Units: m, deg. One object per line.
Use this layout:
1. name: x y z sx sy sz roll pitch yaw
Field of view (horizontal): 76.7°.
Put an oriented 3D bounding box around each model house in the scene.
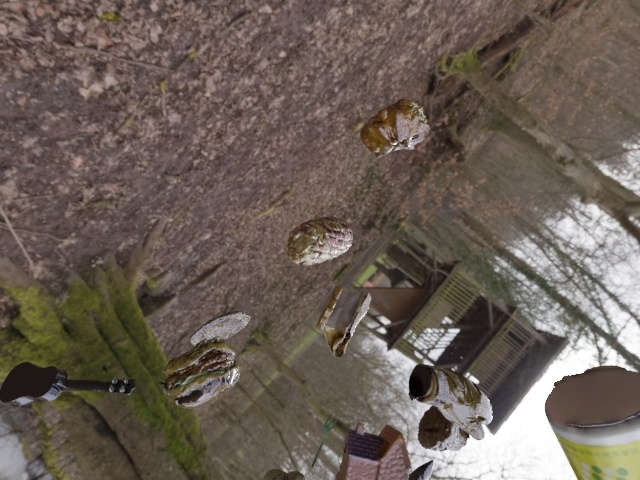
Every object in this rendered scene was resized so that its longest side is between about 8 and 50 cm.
1. model house: 0.192 0.787 1.462 0.202 0.237 0.237 95 9 -75

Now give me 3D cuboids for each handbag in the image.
1. handbag: 0.358 1.016 1.640 0.211 0.089 0.254 -12 128 -42

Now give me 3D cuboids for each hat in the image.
1. hat: -0.143 0.871 1.444 0.081 0.166 0.122 36 65 -43

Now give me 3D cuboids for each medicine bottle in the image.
1. medicine bottle: 0.620 0.461 0.790 0.214 0.378 0.213 -27 -179 0

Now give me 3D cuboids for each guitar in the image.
1. guitar: -0.502 0.287 0.807 0.038 0.272 0.083 78 13 -54

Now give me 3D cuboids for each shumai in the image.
1. shumai: 0.475 0.718 1.509 0.166 0.176 0.205 -64 -178 -35

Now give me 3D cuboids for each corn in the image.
1. corn: 0.000 0.000 0.863 0.098 0.098 0.290 -56 168 15

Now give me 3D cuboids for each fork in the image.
1. fork: 0.006 0.745 1.492 0.021 0.039 0.234 11 105 -42

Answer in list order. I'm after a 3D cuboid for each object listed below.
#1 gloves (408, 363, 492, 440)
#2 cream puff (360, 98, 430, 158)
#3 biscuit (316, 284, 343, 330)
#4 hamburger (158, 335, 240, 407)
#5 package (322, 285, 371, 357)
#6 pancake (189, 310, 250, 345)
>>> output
1. gloves: 0.399 0.465 1.188 0.141 0.331 0.154 -58 -154 -6
2. cream puff: 0.267 -0.394 1.411 0.269 0.154 0.241 -14 174 -25
3. biscuit: 0.032 0.277 1.655 0.184 0.035 0.249 -66 175 26
4. hamburger: -0.282 0.336 0.971 0.183 0.129 0.206 -22 150 -19
5. package: 0.141 0.376 1.952 0.165 0.221 0.311 -10 -157 24
6. pancake: -0.313 0.278 1.271 0.200 0.021 0.199 -26 153 -14
